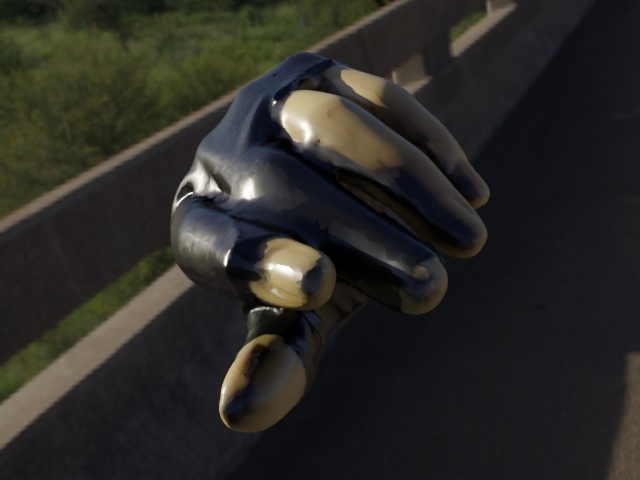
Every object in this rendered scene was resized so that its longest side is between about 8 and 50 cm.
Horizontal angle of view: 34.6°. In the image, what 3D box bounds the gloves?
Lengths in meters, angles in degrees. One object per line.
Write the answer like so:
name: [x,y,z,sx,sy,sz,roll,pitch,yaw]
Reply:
gloves: [-0.007,-0.003,0.571,0.152,0.197,0.301,18,5,-15]
